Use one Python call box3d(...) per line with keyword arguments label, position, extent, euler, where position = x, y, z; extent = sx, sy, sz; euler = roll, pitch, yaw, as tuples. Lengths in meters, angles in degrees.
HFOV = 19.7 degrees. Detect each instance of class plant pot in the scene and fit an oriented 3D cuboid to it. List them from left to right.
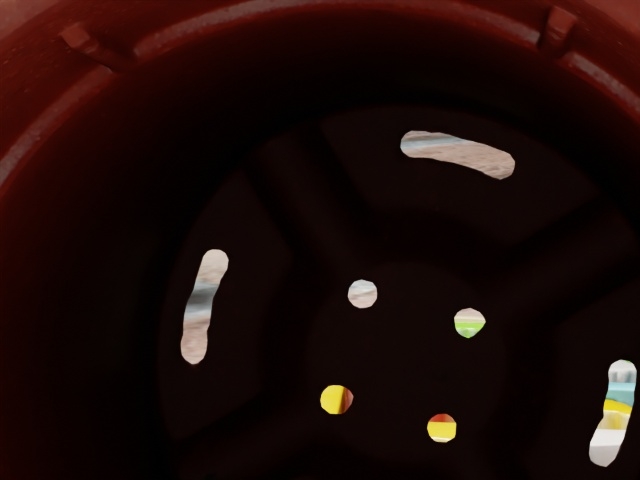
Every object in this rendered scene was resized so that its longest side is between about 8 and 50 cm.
box3d(label="plant pot", position=(0.013, 0.050, 0.556), extent=(0.272, 0.272, 0.265), euler=(3, 2, 7))

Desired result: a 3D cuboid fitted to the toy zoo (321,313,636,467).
box3d(label="toy zoo", position=(0.094, 0.083, 0.938), extent=(0.192, 0.030, 0.293), euler=(2, 10, 4))
